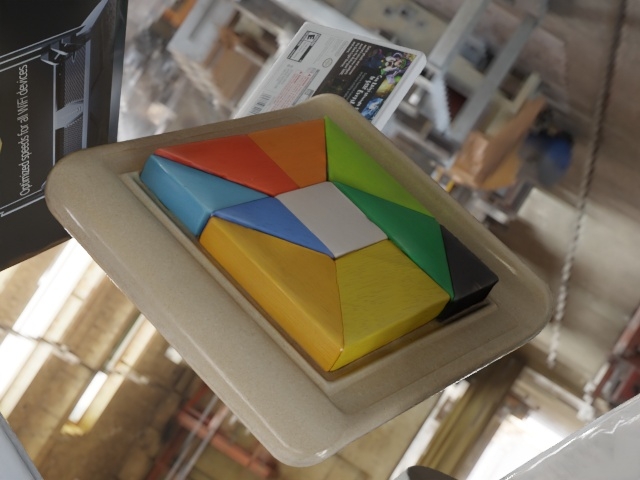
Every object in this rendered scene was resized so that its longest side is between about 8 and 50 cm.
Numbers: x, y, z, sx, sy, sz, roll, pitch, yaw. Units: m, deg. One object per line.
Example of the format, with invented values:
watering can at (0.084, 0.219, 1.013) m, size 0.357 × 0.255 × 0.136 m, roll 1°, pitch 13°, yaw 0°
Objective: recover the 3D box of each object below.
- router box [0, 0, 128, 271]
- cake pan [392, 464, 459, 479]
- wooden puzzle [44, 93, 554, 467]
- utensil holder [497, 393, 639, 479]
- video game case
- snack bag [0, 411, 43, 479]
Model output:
router box at (-0.242, -0.074, 0.734) m, size 0.081 × 0.243 × 0.309 m, roll 51°, pitch 150°, yaw 21°
cake pan at (0.152, 0.265, 0.897) m, size 0.293 × 0.054 × 0.293 m, roll 35°, pitch -176°, yaw -3°
wooden puzzle at (0.000, 0.000, 0.690) m, size 0.221 × 0.044 × 0.238 m, roll 45°, pitch -140°, yaw 20°
utensil holder at (0.278, 0.250, 0.626) m, size 0.385 × 0.327 × 0.327 m, roll 61°, pitch -176°, yaw 16°
video game case at (0.005, -0.166, 1.423) m, size 0.173 × 0.190 × 0.022 m, roll 21°, pitch 154°, yaw 30°
snack bag at (-0.403, 0.302, 1.096) m, size 0.323 × 0.342 × 0.037 m, roll 52°, pitch 168°, yaw 17°
